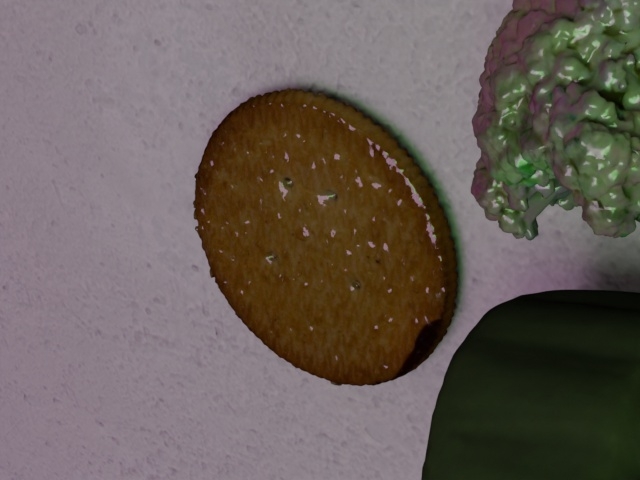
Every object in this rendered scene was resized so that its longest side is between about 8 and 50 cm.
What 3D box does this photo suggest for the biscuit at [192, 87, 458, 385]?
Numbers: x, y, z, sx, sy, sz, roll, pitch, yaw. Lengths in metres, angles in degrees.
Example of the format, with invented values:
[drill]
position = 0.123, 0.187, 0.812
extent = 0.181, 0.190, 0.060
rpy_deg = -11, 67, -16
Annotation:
[biscuit]
position = 0.000, 0.000, 1.133
extent = 0.305, 0.038, 0.305
rpy_deg = 18, 123, 30

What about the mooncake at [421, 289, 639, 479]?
[mooncake]
position = 0.217, 0.204, 0.865
extent = 0.187, 0.351, 0.351
rpy_deg = -1, 113, 40

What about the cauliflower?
[cauliflower]
position = 0.239, -0.095, 0.789
extent = 0.315, 0.239, 0.256
rpy_deg = 26, 90, 5
